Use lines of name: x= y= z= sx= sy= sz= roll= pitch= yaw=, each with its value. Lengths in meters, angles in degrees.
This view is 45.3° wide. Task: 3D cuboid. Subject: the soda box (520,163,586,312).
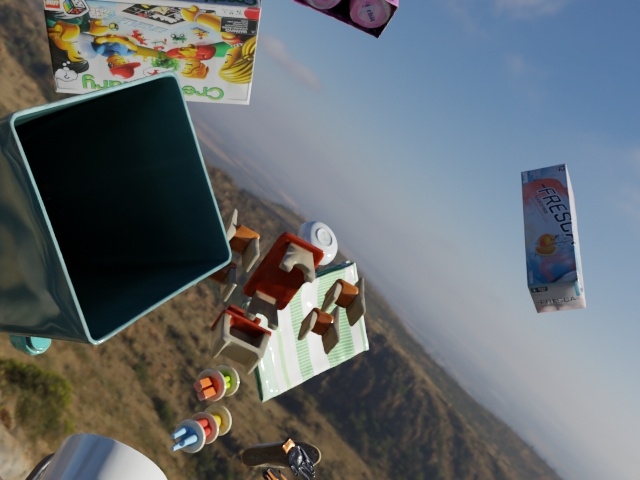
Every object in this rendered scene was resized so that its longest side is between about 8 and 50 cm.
soda box: x=0.281 y=-0.005 z=0.929 sx=0.063 sy=0.058 sz=0.183 roll=57 pitch=31 yaw=-44

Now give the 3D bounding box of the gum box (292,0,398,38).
gum box: x=0.013 y=-0.368 z=1.058 sx=0.188 sy=0.062 sz=0.107 roll=20 pitch=48 yaw=-15

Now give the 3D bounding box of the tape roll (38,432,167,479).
tape roll: x=-0.449 y=0.525 z=1.536 sx=0.246 sy=0.246 sz=0.169 roll=42 pitch=45 yaw=-19

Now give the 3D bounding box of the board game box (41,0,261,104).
board game box: x=-0.250 y=-0.299 z=1.154 sx=0.193 sy=0.305 sz=0.053 roll=105 pitch=-17 yaw=-53

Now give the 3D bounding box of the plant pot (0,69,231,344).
plant pot: x=-0.232 y=-0.024 z=0.632 sx=0.165 sy=0.234 sz=0.166 roll=-35 pitch=115 yaw=-53

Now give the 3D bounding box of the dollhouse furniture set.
dollhouse furniture set: x=-0.091 y=0.092 z=1.312 sx=0.262 sy=0.259 sz=0.135 roll=28 pitch=31 yaw=-15

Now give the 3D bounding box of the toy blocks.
toy blocks: x=-0.187 y=0.267 z=1.209 sx=0.054 sy=0.123 sz=0.148 roll=12 pitch=5 yaw=17

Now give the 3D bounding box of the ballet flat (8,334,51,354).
ballet flat: x=-0.552 y=0.092 z=1.440 sx=0.083 sy=0.087 sz=0.247 roll=18 pitch=67 yaw=-59

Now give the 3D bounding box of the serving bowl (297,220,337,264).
serving bowl: x=0.000 y=0.000 z=1.357 sx=0.083 sy=0.027 sz=0.083 roll=24 pitch=50 yaw=-32

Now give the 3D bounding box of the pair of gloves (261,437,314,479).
pair of gloves: x=-0.047 y=0.345 z=1.135 sx=0.074 sy=0.083 sz=0.010 roll=51 pitch=-37 yaw=-13

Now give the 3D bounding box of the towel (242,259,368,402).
towel: x=-0.027 y=0.203 z=1.786 sx=0.038 sy=0.325 sz=0.248 roll=8 pitch=-68 yaw=50

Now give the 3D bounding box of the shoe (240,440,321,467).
shoe: x=-0.107 y=0.587 z=2.109 sx=0.219 sy=0.077 sz=0.058 roll=-1 pitch=-8 yaw=4

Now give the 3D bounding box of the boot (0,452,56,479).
boot: x=-0.761 y=0.613 z=1.894 sx=0.280 sy=0.264 sz=0.096 roll=10 pitch=-18 yaw=46
